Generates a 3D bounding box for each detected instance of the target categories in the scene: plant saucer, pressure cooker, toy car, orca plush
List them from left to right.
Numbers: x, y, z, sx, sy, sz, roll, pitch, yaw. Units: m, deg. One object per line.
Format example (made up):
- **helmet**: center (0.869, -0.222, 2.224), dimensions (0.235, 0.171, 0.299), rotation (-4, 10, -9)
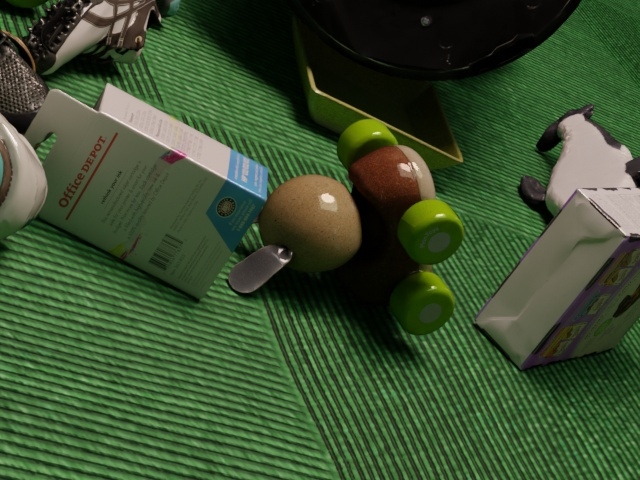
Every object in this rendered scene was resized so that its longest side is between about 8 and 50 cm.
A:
- **toy car**: center (0.000, 0.000, 1.425), dimensions (0.188, 0.149, 0.155), rotation (-12, 39, -20)
- **plant saucer**: center (0.049, -0.148, 1.817), dimensions (0.188, 0.045, 0.188), rotation (25, 25, -21)
- **pressure cooker**: center (0.121, -0.377, 1.865), dimensions (0.370, 0.375, 0.420), rotation (52, 13, -8)
- **orca plush**: center (0.303, -0.050, 1.954), dimensions (0.151, 0.102, 0.287), rotation (-19, 26, -5)

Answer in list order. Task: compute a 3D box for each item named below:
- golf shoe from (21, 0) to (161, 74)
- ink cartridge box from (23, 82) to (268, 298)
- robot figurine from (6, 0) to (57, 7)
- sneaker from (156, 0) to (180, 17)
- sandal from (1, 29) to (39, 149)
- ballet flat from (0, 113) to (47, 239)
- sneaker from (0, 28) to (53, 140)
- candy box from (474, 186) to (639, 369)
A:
- **golf shoe**: center (-0.198, -0.191, 1.538), dimensions (0.094, 0.077, 0.198), rotation (58, 38, -22)
- **ink cartridge box**: center (-0.143, -0.046, 1.301), dimensions (0.181, 0.104, 0.061), rotation (28, 24, -14)
- **robot figurine**: center (-0.283, -0.261, 1.577), dimensions (0.115, 0.067, 0.101), rotation (49, 14, 30)
- **sneaker**: center (-0.209, -0.279, 1.735), dimensions (0.076, 0.065, 0.166), rotation (-19, 52, -42)
- **sandal**: center (-0.265, -0.144, 1.399), dimensions (0.072, 0.049, 0.180), rotation (12, 32, -41)
- **ballet flat**: center (-0.344, -0.138, 1.225), dimensions (0.400, 0.139, 0.139), rotation (45, 25, 13)
- **sneaker**: center (-0.286, -0.170, 1.305), dimensions (0.087, 0.130, 0.227), rotation (-32, 65, -34)
- **candy box**: center (0.259, 0.032, 1.595), dimensions (0.070, 0.165, 0.196), rotation (47, 26, 24)
